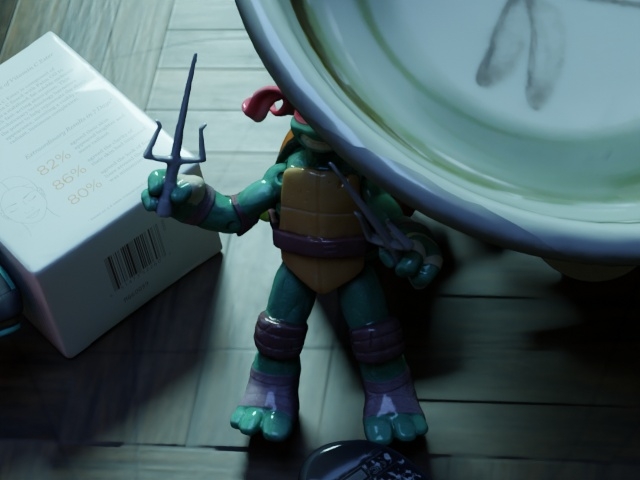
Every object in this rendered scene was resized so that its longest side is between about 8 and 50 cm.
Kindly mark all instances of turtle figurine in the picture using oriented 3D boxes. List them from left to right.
[{"bbox_3d":[0.000,0.000,1.125,0.175,0.234,0.118,9,27,28],"label":"turtle figurine"}]

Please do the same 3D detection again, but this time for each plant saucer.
[{"bbox_3d":[0.138,-0.151,1.132,0.400,0.100,0.400,4,63,-7],"label":"plant saucer"}]

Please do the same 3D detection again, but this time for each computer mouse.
[{"bbox_3d":[0.069,0.201,1.076,0.071,0.041,0.242,-30,58,-17],"label":"computer mouse"}]

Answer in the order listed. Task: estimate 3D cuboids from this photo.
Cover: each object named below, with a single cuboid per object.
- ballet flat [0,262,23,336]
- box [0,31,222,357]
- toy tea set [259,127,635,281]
[{"bbox_3d":[-0.283,0.047,1.221,0.203,0.074,0.074,-16,48,12],"label":"ballet flat"},{"bbox_3d":[-0.169,-0.032,1.275,0.130,0.091,0.170,-36,53,-18],"label":"box"},{"bbox_3d":[0.122,-0.074,1.250,0.336,0.124,0.200,13,87,-1],"label":"toy tea set"}]
